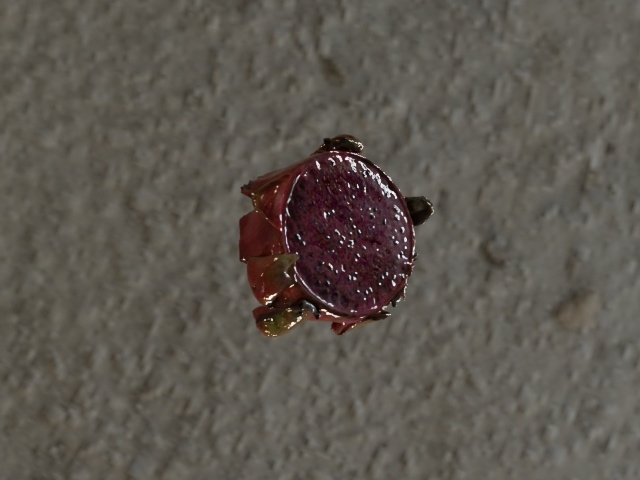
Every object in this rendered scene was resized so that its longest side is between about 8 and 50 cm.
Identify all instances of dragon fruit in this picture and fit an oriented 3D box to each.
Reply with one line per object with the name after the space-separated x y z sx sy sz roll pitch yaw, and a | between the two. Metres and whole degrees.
-0.004 0.000 0.968 0.112 0.068 0.126 47 53 -22 | dragon fruit
